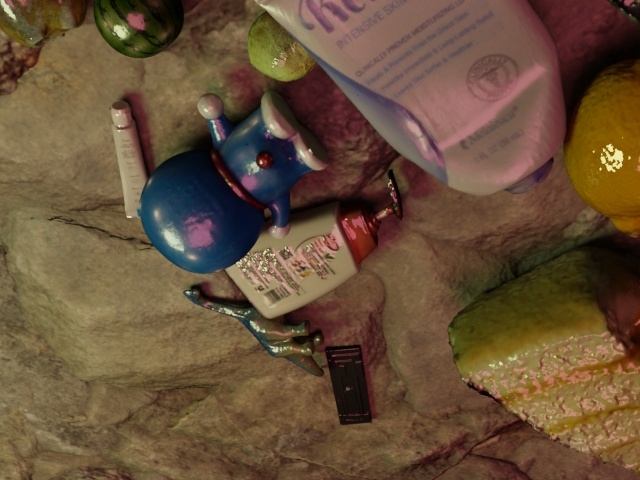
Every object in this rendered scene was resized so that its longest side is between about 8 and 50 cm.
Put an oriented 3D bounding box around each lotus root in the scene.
[{"bbox_3d":[-0.332,-0.306,0.824,0.113,0.088,0.192,-21,127,-1],"label":"lotus root"}]

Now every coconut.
[{"bbox_3d":[-0.043,-0.231,0.877,0.088,0.096,0.087,-28,141,-26],"label":"coconut"}]

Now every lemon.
[{"bbox_3d":[0.382,-0.117,0.890,0.187,0.186,0.244,-2,126,4],"label":"lemon"}]

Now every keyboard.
[{"bbox_3d":[0.051,0.258,1.328,0.061,0.013,0.204,-5,129,6],"label":"keyboard"}]

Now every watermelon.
[{"bbox_3d":[-0.209,-0.259,0.850,0.109,0.109,0.109,1,130,1],"label":"watermelon"}]

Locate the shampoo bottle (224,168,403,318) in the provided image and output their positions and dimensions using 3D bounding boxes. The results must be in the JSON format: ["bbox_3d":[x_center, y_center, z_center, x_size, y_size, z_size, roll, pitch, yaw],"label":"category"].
[{"bbox_3d":[0.000,0.000,1.077,0.284,0.071,0.153,-27,110,19],"label":"shampoo bottle"}]

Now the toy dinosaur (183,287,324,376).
[{"bbox_3d":[-0.094,0.155,1.231,0.188,0.075,0.247,-6,135,18],"label":"toy dinosaur"}]

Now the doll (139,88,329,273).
[{"bbox_3d":[-0.119,-0.076,0.982,0.257,0.161,0.215,-37,107,10],"label":"doll"}]

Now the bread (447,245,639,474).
[{"bbox_3d":[0.412,0.146,1.081,0.395,0.239,0.264,26,122,-17],"label":"bread"}]

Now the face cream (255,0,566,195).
[{"bbox_3d":[0.136,-0.205,0.847,0.235,0.137,0.420,-32,124,23],"label":"face cream"}]

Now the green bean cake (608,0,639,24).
[{"bbox_3d":[0.241,-0.315,0.716,0.193,0.208,0.107,27,123,-21],"label":"green bean cake"}]

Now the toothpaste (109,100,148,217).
[{"bbox_3d":[-0.257,-0.104,1.028,0.048,0.031,0.190,0,133,-1],"label":"toothpaste"}]
